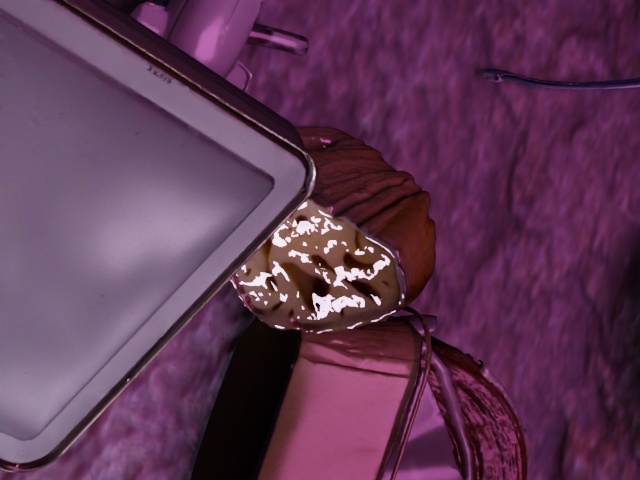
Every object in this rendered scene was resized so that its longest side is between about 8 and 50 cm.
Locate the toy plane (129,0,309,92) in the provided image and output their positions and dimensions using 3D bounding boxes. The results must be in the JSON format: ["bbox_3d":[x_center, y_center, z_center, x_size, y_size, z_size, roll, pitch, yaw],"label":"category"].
[{"bbox_3d":[-0.034,-0.183,1.100,0.273,0.107,0.182,-46,116,-15],"label":"toy plane"}]

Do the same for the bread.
[{"bbox_3d":[0.029,0.150,1.249,0.212,0.142,0.224,18,91,-29],"label":"bread"}]

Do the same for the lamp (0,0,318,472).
[{"bbox_3d":[-0.171,-0.008,1.005,0.266,0.047,0.269,-47,133,13],"label":"lamp"}]

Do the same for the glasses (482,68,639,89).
[{"bbox_3d":[0.213,-0.185,1.336,0.220,0.088,0.189,-20,116,-36],"label":"glasses"}]

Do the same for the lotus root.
[{"bbox_3d":[0.003,-0.003,1.183,0.135,0.159,0.095,-22,144,-52],"label":"lotus root"}]
